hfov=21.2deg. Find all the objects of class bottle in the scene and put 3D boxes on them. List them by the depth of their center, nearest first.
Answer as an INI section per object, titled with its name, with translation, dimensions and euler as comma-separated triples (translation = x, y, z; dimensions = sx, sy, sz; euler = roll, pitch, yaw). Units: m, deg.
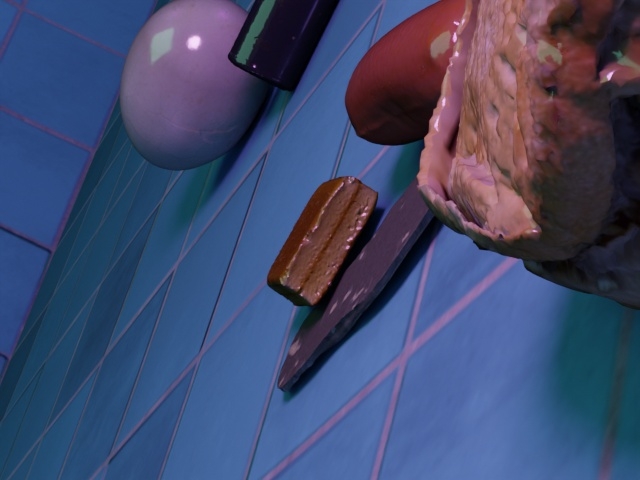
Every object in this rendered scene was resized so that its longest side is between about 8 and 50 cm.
[bottle]
translation = -0.007, -0.266, 1.648
dimensions = 0.244, 0.072, 0.082
euler = -63, -9, 2

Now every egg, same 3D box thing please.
[egg]
translation = -0.133, -0.160, 1.786
dimensions = 0.151, 0.151, 0.209
euler = -79, 11, -49

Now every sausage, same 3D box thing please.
[sausage]
translation = 0.066, -0.103, 1.050
dimensions = 0.077, 0.077, 0.194
euler = -67, 13, -14

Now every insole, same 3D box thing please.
[insole]
translation = 0.029, 0.023, 1.089
dimensions = 0.248, 0.011, 0.081
euler = -52, 15, 46

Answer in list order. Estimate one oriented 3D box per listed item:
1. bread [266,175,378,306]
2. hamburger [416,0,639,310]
[bread]
translation = 0.000, 0.000, 1.174
dimensions = 0.090, 0.035, 0.094
euler = -60, 7, -6
[hamburger]
translation = 0.128, -0.103, 0.654
dimensions = 0.243, 0.146, 0.286
euler = 121, 161, -50
